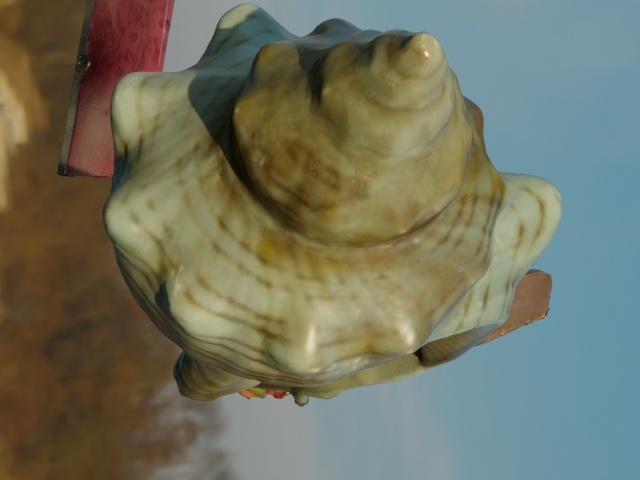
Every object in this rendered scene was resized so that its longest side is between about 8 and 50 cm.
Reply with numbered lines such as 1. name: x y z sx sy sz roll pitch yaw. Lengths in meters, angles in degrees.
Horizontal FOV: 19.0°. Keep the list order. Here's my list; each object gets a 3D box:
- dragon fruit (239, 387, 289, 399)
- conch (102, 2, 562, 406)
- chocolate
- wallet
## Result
1. dragon fruit: -0.049 0.061 1.355 0.116 0.086 0.081 53 -34 -8
2. conch: 0.003 -0.014 0.835 0.386 0.203 0.170 140 -37 -79
3. chocolate: 0.159 0.053 1.715 0.031 0.100 0.064 48 -30 42
4. wallet: -0.201 -0.176 1.927 0.119 0.025 0.232 5 -96 39
